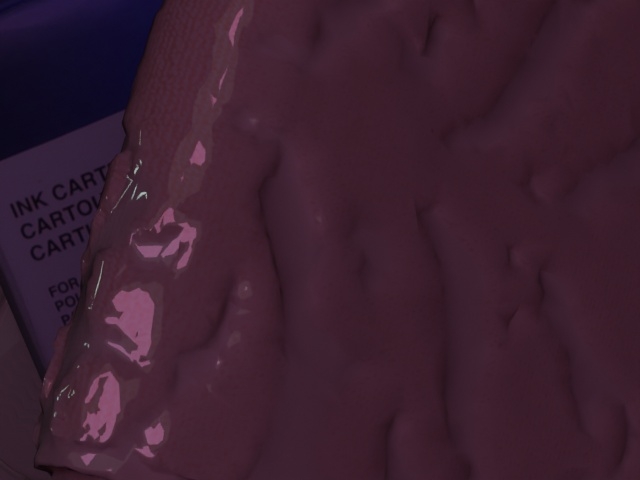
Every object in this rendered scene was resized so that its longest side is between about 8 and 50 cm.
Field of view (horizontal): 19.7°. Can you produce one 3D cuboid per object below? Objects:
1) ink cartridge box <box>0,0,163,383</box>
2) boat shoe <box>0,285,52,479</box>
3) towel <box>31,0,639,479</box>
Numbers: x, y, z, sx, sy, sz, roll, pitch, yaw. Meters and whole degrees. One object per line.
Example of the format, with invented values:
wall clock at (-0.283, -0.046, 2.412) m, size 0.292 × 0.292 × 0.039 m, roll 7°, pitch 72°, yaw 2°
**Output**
ink cartridge box at (0.000, 0.000, 0.556) m, size 0.185 × 0.065 × 0.311 m, roll -24°, pitch 103°, yaw -10°
boat shoe at (-0.013, -0.039, 0.625) m, size 0.302 × 0.091 × 0.114 m, roll -45°, pitch 108°, yaw -4°
towel at (0.092, -0.051, 0.517) m, size 0.053 × 0.317 × 0.332 m, roll -2°, pitch 69°, yaw 49°
